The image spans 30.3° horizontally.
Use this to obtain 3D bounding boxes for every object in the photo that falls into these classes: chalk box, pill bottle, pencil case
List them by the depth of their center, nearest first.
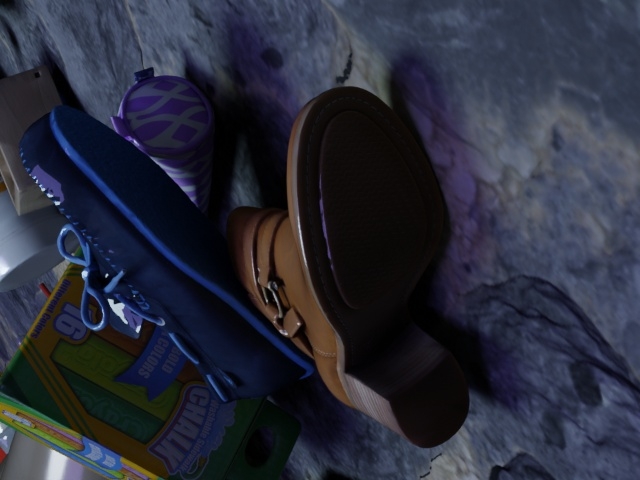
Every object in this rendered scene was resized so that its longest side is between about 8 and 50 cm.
[{"bbox_3d":[-0.141,-0.059,1.062,0.086,0.088,0.206,52,157,22],"label":"pencil case"},{"bbox_3d":[-0.153,0.152,1.165,0.289,0.180,0.179,29,158,-8],"label":"chalk box"},{"bbox_3d":[-0.439,-0.083,1.539,0.278,0.162,0.162,56,157,7],"label":"pill bottle"}]

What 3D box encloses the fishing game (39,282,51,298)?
[{"bbox_3d":[-0.365,0.166,1.854,0.189,0.041,0.264,49,163,22],"label":"fishing game"}]

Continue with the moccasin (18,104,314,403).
[{"bbox_3d":[-0.135,0.039,0.972,0.342,0.117,0.137,49,-164,-32],"label":"moccasin"}]

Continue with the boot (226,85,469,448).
[{"bbox_3d":[0.000,0.000,0.856,0.220,0.109,0.283,33,153,53],"label":"boot"}]

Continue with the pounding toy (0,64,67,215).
[{"bbox_3d":[-0.347,-0.144,1.381,0.206,0.094,0.181,67,163,5],"label":"pounding toy"}]

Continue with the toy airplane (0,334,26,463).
[{"bbox_3d":[-0.459,0.292,1.940,0.386,0.384,0.272,32,103,34],"label":"toy airplane"}]

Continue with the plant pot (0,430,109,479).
[{"bbox_3d":[-0.229,0.244,1.391,0.323,0.323,0.280,40,134,38],"label":"plant pot"}]
